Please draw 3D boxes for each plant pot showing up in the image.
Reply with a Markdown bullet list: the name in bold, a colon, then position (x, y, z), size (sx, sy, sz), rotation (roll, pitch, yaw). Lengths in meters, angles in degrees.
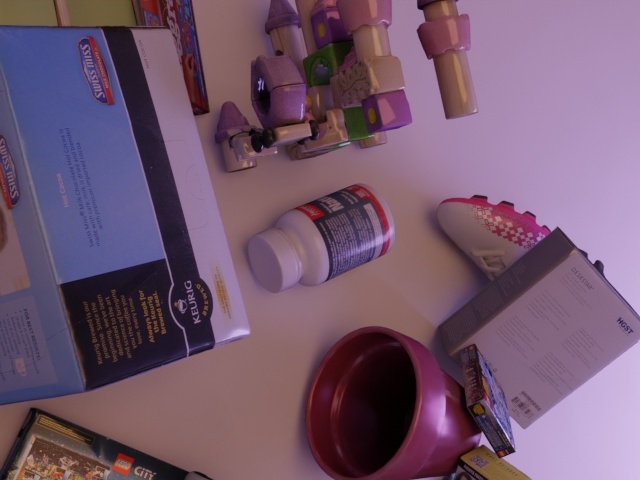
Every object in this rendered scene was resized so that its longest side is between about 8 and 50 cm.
- **plant pot**: position (0.109, 0.232, 1.169), size (0.180, 0.201, 0.201), rotation (25, 70, -40)

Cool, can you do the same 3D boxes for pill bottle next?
- **pill bottle**: position (0.000, 0.000, 1.180), size (0.180, 0.108, 0.108), rotation (-23, 94, -31)

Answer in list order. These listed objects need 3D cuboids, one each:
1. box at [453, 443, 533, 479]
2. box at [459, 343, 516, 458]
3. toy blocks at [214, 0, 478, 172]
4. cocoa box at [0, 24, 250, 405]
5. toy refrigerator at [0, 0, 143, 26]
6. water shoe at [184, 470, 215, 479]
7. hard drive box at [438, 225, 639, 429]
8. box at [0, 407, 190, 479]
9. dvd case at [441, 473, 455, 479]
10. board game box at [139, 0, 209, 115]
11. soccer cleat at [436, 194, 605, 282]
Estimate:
- **box**: position (0.202, 0.392, 1.175), size (0.058, 0.087, 0.232), rotation (-12, 125, -42)
- **box**: position (0.222, 0.212, 1.187), size (0.094, 0.027, 0.137), rotation (58, 16, -18)
- **toy blocks**: position (-0.005, -0.246, 1.120), size (0.308, 0.288, 0.260), rotation (-13, 92, -27)
- **cocoa box**: position (-0.265, -0.024, 0.932), size (0.228, 0.231, 0.347), rotation (-15, 91, -50)
- **toy refrigerator**: position (-0.338, -0.243, 1.026), size (0.269, 0.094, 0.102), rotation (-11, 87, -35)
- **water shoe**: position (-0.110, 0.350, 1.045), size (0.080, 0.072, 0.203), rotation (-53, 134, -25)
- **hard drive box**: position (0.318, 0.128, 1.278), size (0.232, 0.089, 0.181), rotation (-41, 107, 13)
- **box**: position (-0.258, 0.311, 1.021), size (0.233, 0.044, 0.159), rotation (30, 69, -22)
- **dvd case**: position (0.204, 0.378, 1.290), size (0.119, 0.013, 0.087), rotation (-39, 102, -27)
- **board game box**: position (-0.193, -0.307, 1.111), size (0.027, 0.145, 0.282), rotation (-10, 86, 11)
- **soccer cleat**: position (0.307, 0.048, 1.341), size (0.331, 0.116, 0.143), rotation (26, 70, -24)
